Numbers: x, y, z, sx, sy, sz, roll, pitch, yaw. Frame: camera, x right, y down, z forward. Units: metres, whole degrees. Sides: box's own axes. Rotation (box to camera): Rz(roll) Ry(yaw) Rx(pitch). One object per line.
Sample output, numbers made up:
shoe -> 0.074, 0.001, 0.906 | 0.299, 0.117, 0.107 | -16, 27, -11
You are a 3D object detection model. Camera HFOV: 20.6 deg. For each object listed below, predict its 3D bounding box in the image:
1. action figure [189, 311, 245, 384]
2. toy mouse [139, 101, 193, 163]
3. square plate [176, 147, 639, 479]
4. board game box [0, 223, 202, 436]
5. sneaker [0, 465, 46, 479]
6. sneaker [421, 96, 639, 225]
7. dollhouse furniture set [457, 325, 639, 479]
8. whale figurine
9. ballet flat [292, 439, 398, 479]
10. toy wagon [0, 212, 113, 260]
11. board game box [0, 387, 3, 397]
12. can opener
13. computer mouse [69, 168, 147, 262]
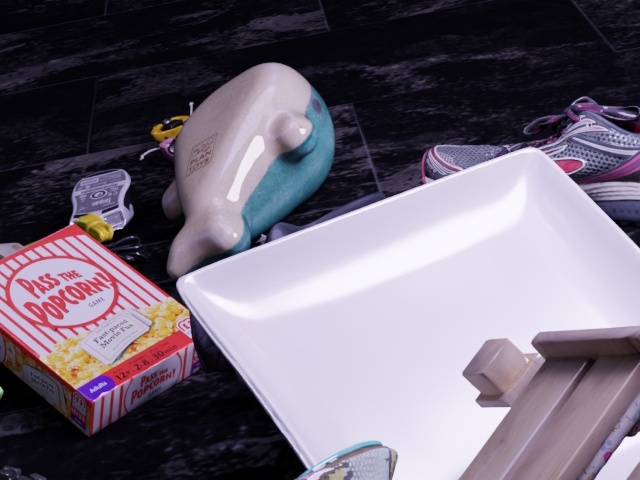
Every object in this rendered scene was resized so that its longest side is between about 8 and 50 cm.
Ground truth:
action figure -> 0.039, 0.092, 1.441 | 0.285, 0.099, 0.185 | 6, 23, 29
toy mouse -> -0.140, -0.121, 2.103 | 0.143, 0.031, 0.161 | 4, 27, 33
square plate -> 0.118, 0.093, 1.327 | 0.347, 0.049, 0.344 | -21, 49, -22
board game box -> -0.213, 0.076, 1.567 | 0.193, 0.045, 0.147 | 34, 45, 28
sneaker -> -0.134, 0.260, 1.107 | 0.343, 0.146, 0.134 | 21, 6, 31
sneaker -> 0.244, -0.085, 1.742 | 0.299, 0.112, 0.121 | -2, 24, 23
dollhouse furniture set -> 0.154, 0.222, 1.081 | 0.303, 0.174, 0.355 | -50, 13, -17
whale figurine -> -0.071, -0.056, 1.821 | 0.216, 0.141, 0.272 | -28, 33, 35
ballet flat -> -0.014, 0.185, 1.111 | 0.221, 0.077, 0.079 | -7, 46, -49
toy wagon -> -0.356, 0.064, 1.721 | 0.344, 0.068, 0.267 | -21, 25, -25
board game box -> -0.383, 0.210, 1.235 | 0.317, 0.213, 0.046 | -29, 73, -36
can opener -> 0.000, 0.000, 1.743 | 0.186, 0.073, 0.059 | -31, -9, -45
computer mouse -> -0.232, -0.018, 1.894 | 0.106, 0.042, 0.193 | -13, 28, 6
